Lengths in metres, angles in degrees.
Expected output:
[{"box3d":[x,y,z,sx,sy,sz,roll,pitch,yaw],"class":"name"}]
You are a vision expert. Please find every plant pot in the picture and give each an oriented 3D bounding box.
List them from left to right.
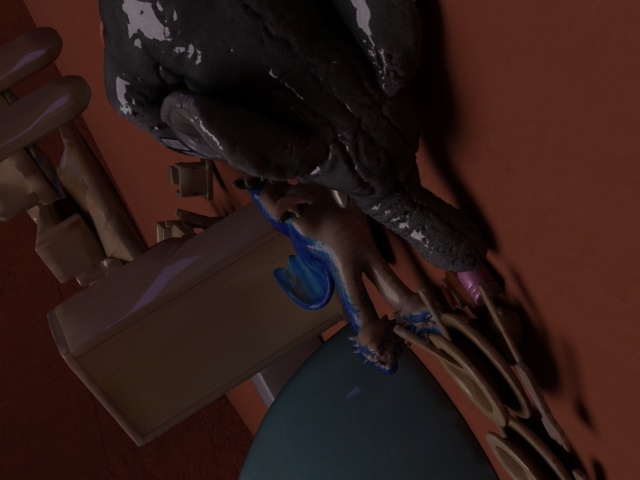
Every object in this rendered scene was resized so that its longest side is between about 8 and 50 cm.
[{"box3d":[0.034,0.250,0.953,0.290,0.195,0.290,54,165,21],"class":"plant pot"}]

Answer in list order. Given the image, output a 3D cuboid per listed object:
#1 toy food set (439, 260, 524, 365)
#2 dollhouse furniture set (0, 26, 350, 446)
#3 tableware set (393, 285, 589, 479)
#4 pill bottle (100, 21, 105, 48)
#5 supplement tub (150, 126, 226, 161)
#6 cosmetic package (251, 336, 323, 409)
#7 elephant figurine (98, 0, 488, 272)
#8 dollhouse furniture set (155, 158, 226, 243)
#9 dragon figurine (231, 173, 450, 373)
[{"box3d":[0.107,0.043,0.629,0.077,0.019,0.122,62,174,-7],"class":"toy food set"},{"box3d":[-0.178,-0.019,1.036,0.394,0.257,0.362,52,171,47],"class":"dollhouse furniture set"},{"box3d":[0.120,0.127,0.646,0.194,0.039,0.128,57,170,-32],"class":"tableware set"},{"box3d":[-0.163,-0.199,0.961,0.152,0.086,0.086,41,157,53],"class":"pill bottle"},{"box3d":[-0.080,-0.121,0.751,0.117,0.117,0.190,63,166,-14],"class":"supplement tub"},{"box3d":[-0.021,0.214,1.292,0.237,0.107,0.127,66,166,-11],"class":"cosmetic package"},{"box3d":[-0.008,-0.093,0.536,0.239,0.186,0.169,42,127,25],"class":"elephant figurine"},{"box3d":[-0.173,-0.051,1.380,0.182,0.101,0.160,-149,56,-65],"class":"dollhouse furniture set"},{"box3d":[0.000,0.000,0.781,0.289,0.085,0.144,38,154,56],"class":"dragon figurine"}]
